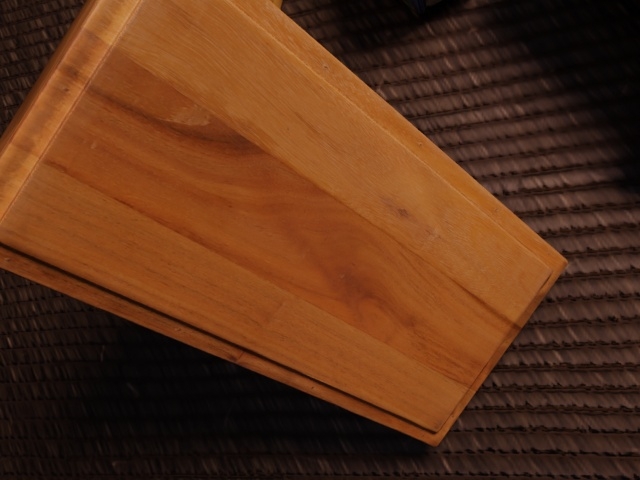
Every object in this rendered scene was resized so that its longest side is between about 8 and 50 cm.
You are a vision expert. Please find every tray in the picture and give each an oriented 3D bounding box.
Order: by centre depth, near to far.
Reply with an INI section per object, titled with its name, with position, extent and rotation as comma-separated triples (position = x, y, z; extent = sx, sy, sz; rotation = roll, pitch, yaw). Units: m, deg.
[tray]
position = 0.000, 0.000, 0.427
extent = 0.202, 0.411, 0.076
rotation = -56, 32, 4

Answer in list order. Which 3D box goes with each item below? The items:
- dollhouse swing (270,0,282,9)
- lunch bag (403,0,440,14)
[dollhouse swing]
position = -0.177, -0.256, 0.555
extent = 0.315, 0.305, 0.346
rotation = 11, 87, 19
[lunch bag]
position = 0.064, -0.343, 0.556
extent = 0.090, 0.176, 0.218
rotation = -28, 76, 12
